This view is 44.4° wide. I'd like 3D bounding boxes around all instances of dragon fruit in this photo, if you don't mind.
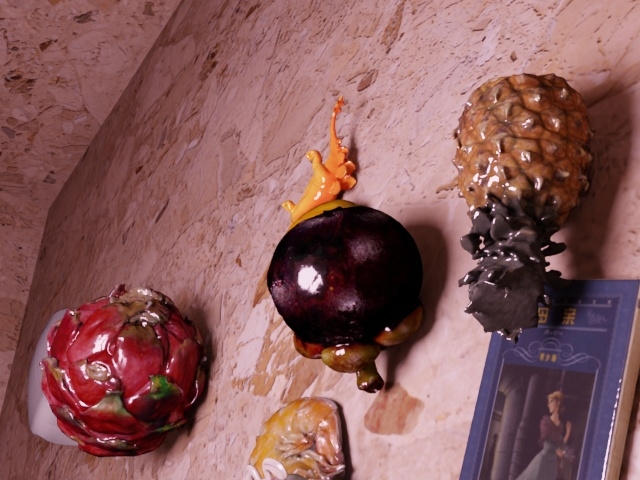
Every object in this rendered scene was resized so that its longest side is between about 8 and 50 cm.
[{"bbox_3d":[-0.376,0.255,1.509,0.329,0.329,0.329,-40,39,43],"label":"dragon fruit"}]

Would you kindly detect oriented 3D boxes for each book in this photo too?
[{"bbox_3d":[0.226,0.169,0.786,0.191,0.025,0.269,-4,68,60],"label":"book"}]

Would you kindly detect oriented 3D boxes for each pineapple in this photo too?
[{"bbox_3d":[0.198,-0.034,0.816,0.158,0.158,0.278,-25,42,53],"label":"pineapple"}]

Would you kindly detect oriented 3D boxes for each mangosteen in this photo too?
[{"bbox_3d":[0.039,0.080,1.026,0.211,0.211,0.249,-10,94,58],"label":"mangosteen"}]

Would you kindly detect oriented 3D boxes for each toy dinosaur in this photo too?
[{"bbox_3d":[0.008,-0.094,1.317,0.117,0.071,0.288,41,112,50],"label":"toy dinosaur"}]

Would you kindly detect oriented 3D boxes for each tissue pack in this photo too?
[{"bbox_3d":[-0.567,0.309,1.877,0.235,0.230,0.333,-61,28,18],"label":"tissue pack"}]

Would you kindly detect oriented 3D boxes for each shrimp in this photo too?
[{"bbox_3d":[-0.006,0.302,1.075,0.317,0.062,0.164,9,72,60],"label":"shrimp"}]

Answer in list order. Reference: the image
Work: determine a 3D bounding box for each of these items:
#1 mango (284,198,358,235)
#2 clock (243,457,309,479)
[{"bbox_3d":[-0.003,-0.002,1.245,0.165,0.089,0.115,-57,31,15],"label":"mango"},{"bbox_3d":[-0.032,0.360,0.974,0.151,0.062,0.190,-38,74,53],"label":"clock"}]
